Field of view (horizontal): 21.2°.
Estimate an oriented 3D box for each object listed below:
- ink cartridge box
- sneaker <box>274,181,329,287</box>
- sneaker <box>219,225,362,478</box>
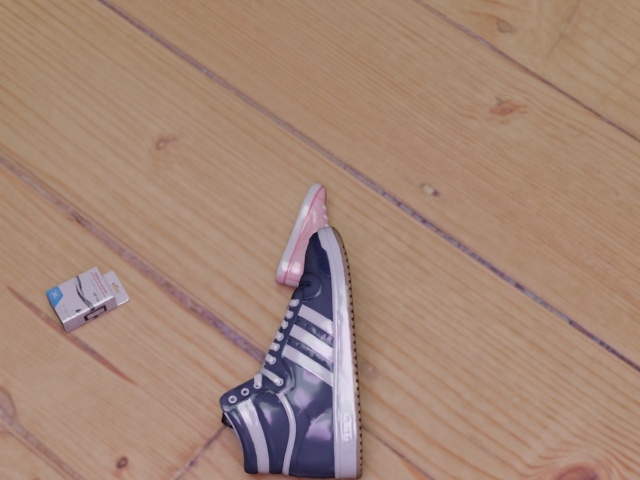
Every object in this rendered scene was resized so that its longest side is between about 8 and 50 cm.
[{"bbox_3d":[-0.267,0.064,1.963,0.083,0.028,0.048,-28,64,-13],"label":"ink cartridge box"},{"bbox_3d":[0.000,0.000,1.977,0.070,0.051,0.134,17,63,6],"label":"sneaker"},{"bbox_3d":[-0.037,0.123,1.866,0.153,0.099,0.282,-4,73,1],"label":"sneaker"}]
